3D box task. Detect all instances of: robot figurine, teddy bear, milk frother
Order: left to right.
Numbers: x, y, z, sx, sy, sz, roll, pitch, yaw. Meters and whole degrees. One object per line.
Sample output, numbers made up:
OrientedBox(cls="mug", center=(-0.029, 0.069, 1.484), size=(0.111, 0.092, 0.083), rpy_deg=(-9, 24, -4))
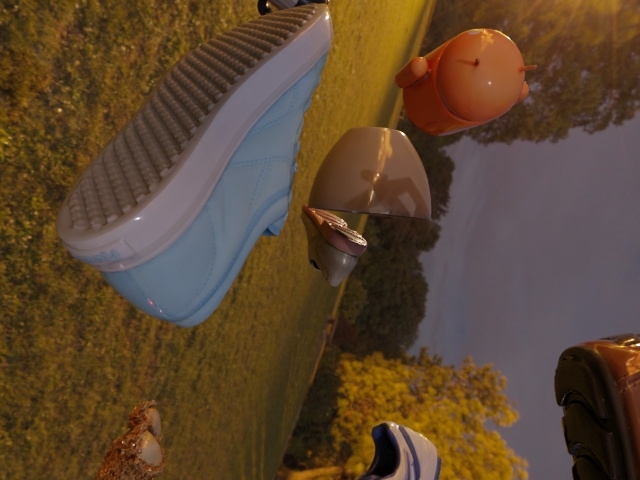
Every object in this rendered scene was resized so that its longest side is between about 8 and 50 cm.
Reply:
OrientedBox(cls="teddy bear", center=(-0.354, 0.435, 0.841), size=(0.337, 0.113, 0.245), rpy_deg=(-61, -156, 19))
OrientedBox(cls="milk frother", center=(-0.073, -0.482, 1.048), size=(0.129, 0.135, 0.143), rpy_deg=(-44, -155, 35))
OrientedBox(cls="robot figurine", center=(0.203, -0.224, 0.724), size=(0.128, 0.158, 0.219), rpy_deg=(-46, -167, -10))

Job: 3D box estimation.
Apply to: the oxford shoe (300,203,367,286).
OrientedBox(cls="oxford shoe", center=(0.000, 0.000, 1.393), size=(0.146, 0.141, 0.397), rpy_deg=(-65, -163, 10))

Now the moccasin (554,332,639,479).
OrientedBox(cls="moccasin", center=(0.261, 0.255, 0.338), size=(0.139, 0.147, 0.379), rpy_deg=(78, 9, -73))

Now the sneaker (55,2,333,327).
OrientedBox(cls="sneaker", center=(-0.076, -0.084, 0.466), size=(0.365, 0.135, 0.150), rpy_deg=(-60, 144, -34))

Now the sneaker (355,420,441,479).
OrientedBox(cls="sneaker", center=(0.095, 0.434, 0.788), size=(0.112, 0.131, 0.296), rpy_deg=(-33, -153, 43))

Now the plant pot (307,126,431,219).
OrientedBox(cls="plant pot", center=(0.120, -0.155, 1.155), size=(0.284, 0.285, 0.190), rpy_deg=(-9, 105, -83))
